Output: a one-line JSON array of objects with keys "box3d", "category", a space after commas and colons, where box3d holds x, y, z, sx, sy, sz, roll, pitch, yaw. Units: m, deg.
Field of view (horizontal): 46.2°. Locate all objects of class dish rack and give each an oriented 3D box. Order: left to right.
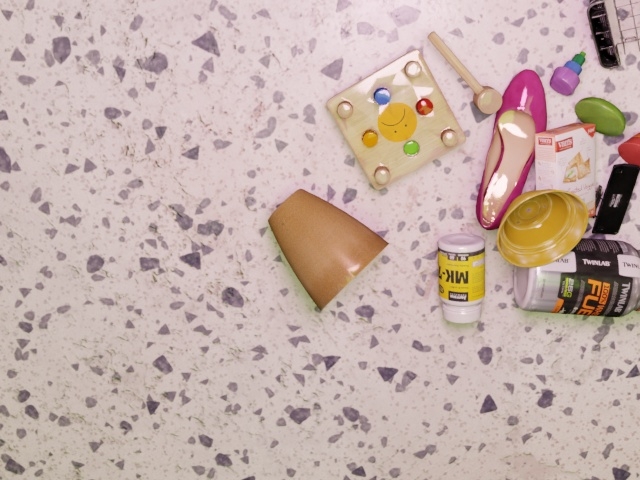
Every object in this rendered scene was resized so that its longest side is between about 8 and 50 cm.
[{"box3d": [0.742, -0.504, 1.658, 0.271, 0.074, 0.208, -10, 145, 26], "category": "dish rack"}]

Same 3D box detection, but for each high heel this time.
[{"box3d": [0.451, -0.209, 1.769, 0.127, 0.181, 0.377, 11, 109, 20], "category": "high heel"}]

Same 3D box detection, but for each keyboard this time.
[{"box3d": [0.725, -0.108, 1.883, 0.100, 0.038, 0.192, 5, 115, -10], "category": "keyboard"}]

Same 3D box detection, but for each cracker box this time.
[{"box3d": [0.593, -0.157, 1.810, 0.155, 0.067, 0.232, -19, 110, -33], "category": "cracker box"}]

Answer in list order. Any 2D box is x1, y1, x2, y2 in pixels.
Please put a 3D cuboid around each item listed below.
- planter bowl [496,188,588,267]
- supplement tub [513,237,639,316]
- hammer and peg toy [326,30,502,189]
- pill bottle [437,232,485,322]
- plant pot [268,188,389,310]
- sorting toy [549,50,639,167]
[{"box3d": [0.496, -0.048, 1.732, 0.217, 0.090, 0.217, -6, 127, -8], "category": "planter bowl"}, {"box3d": [0.654, 0.090, 1.860, 0.316, 0.193, 0.194, 3, 107, 1], "category": "supplement tub"}, {"box3d": [0.225, -0.317, 1.783, 0.361, 0.127, 0.266, -30, 102, 10], "category": "hammer and peg toy"}, {"box3d": [0.360, 0.096, 1.910, 0.119, 0.119, 0.209, -3, 107, 3], "category": "pill bottle"}, {"box3d": [0.000, 0.000, 1.856, 0.237, 0.237, 0.254, -44, 86, 14], "category": "plant pot"}, {"box3d": [0.712, -0.319, 1.791, 0.365, 0.127, 0.126, 38, 81, -12], "category": "sorting toy"}]
